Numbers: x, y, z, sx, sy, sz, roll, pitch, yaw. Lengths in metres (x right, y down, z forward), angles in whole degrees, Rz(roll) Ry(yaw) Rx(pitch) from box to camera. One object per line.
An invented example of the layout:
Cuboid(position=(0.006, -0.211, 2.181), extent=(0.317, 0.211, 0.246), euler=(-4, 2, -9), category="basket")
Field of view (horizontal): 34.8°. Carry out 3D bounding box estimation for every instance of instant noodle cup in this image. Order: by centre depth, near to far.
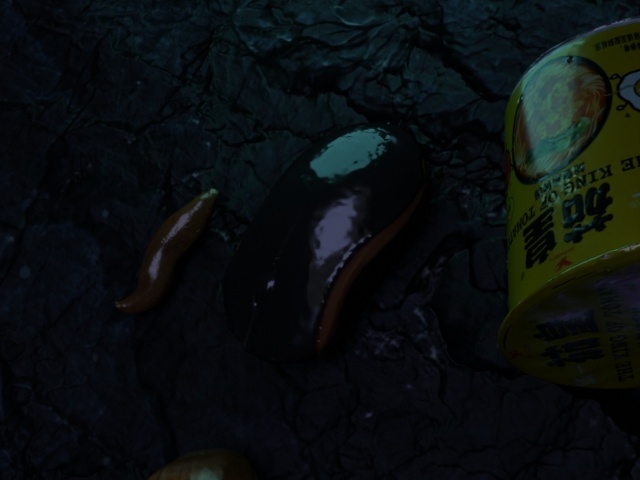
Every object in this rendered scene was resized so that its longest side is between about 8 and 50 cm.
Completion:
Cuboid(position=(0.311, -0.033, 0.950), extent=(0.325, 0.325, 0.254), euler=(-16, 58, 22), category="instant noodle cup")

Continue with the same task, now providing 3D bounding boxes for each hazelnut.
Cuboid(position=(-0.137, 0.311, 1.170), extent=(0.150, 0.150, 0.150), euler=(-8, 71, 25), category="hazelnut")

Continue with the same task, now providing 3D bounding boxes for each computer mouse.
Cuboid(position=(-0.002, -0.002, 1.199), extent=(0.183, 0.116, 0.323), euler=(35, 93, 36), category="computer mouse")

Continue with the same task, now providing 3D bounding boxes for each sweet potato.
Cuboid(position=(-0.196, 0.013, 1.328), extent=(0.055, 0.058, 0.202), euler=(31, 95, -12), category="sweet potato")
